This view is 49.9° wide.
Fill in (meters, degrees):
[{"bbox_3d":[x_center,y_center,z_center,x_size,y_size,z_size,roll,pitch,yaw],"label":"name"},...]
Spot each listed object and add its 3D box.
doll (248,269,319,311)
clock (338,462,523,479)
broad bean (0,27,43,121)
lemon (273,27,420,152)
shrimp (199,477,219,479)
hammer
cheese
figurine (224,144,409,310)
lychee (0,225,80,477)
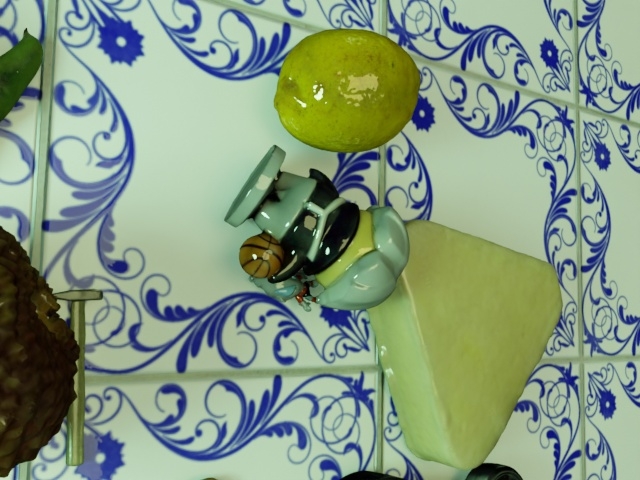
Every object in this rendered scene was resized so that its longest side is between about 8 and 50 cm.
[{"bbox_3d":[-0.046,0.062,0.933,0.114,0.039,0.057,15,83,-36],"label":"doll"},{"bbox_3d":[0.153,0.467,0.999,0.379,0.120,0.276,11,76,-29],"label":"clock"},{"bbox_3d":[-0.381,-0.109,0.715,0.060,0.043,0.297,41,65,-37],"label":"broad bean"},{"bbox_3d":[0.036,-0.204,0.939,0.208,0.170,0.169,0,86,-29],"label":"lemon"},{"bbox_3d":[-0.148,0.387,0.835,0.101,0.042,0.190,21,73,-40],"label":"shrimp"},{"bbox_3d":[-0.280,0.154,0.779,0.062,0.013,0.198,3,84,-34],"label":"hammer"},{"bbox_3d":[0.199,0.108,1.060,0.384,0.104,0.383,3,84,-34],"label":"cheese"},{"bbox_3d":[0.000,0.000,0.889,0.236,0.133,0.176,32,70,-13],"label":"figurine"},{"bbox_3d":[-0.358,0.103,0.599,0.268,0.268,0.267,3,84,-35],"label":"lychee"}]
